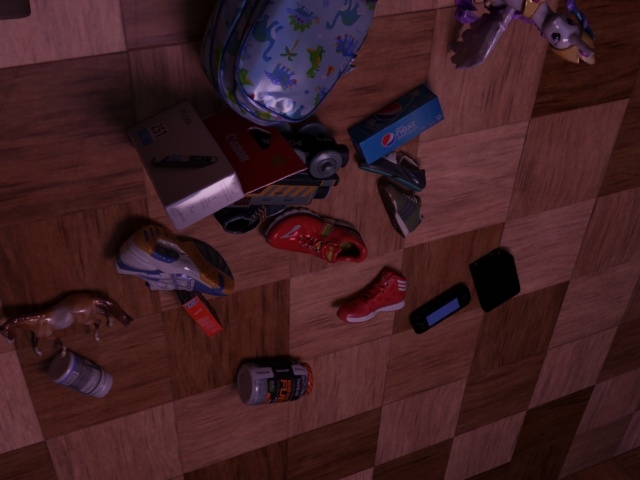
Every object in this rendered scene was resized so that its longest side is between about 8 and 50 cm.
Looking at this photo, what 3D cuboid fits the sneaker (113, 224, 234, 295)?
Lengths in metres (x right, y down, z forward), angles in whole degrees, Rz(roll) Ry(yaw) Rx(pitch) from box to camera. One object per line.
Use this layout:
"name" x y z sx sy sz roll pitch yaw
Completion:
"sneaker" -0.328 0.063 1.666 0.131 0.111 0.296 -35 136 24

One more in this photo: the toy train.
"toy train" -0.103 -0.156 1.586 0.334 0.142 0.190 -2 139 -31

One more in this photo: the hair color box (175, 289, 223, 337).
"hair color box" -0.291 0.163 1.772 0.043 0.072 0.141 -32 135 -2

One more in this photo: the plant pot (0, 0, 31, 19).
"plant pot" -0.570 -0.447 0.981 0.323 0.323 0.280 -8 113 -25

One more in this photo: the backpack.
"backpack" -0.064 -0.386 1.342 0.355 0.273 0.290 -45 138 20

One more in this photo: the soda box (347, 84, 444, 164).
"soda box" 0.173 -0.266 1.691 0.210 0.067 0.071 -32 134 -4

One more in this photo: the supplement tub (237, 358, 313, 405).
"supplement tub" -0.122 0.386 2.019 0.191 0.117 0.117 0 125 -30

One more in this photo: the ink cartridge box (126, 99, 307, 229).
"ink cartridge box" -0.203 -0.175 1.388 0.261 0.296 0.066 -27 134 -9

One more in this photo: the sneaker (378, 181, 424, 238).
"sneaker" 0.210 -0.095 1.862 0.086 0.064 0.192 -37 136 -9

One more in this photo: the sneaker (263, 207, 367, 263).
"sneaker" 0.000 0.000 1.772 0.279 0.118 0.107 6 122 -33

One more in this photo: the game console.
"game console" 0.434 0.176 2.220 0.361 0.044 0.213 -31 135 -3

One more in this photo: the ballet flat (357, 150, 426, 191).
"ballet flat" 0.176 -0.177 1.773 0.203 0.074 0.074 18 115 -32

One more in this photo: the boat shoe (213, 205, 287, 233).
"boat shoe" -0.146 -0.058 1.665 0.184 0.083 0.065 -12 130 -22

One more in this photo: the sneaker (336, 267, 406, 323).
"sneaker" 0.141 0.139 2.009 0.221 0.087 0.128 -16 124 -35

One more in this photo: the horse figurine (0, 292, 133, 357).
"horse figurine" -0.560 0.182 1.639 0.264 0.066 0.174 -20 139 -11

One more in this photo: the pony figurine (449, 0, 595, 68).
"pony figurine" 0.365 -0.493 1.466 0.363 0.351 0.302 38 99 -24

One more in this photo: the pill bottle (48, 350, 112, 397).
"pill bottle" -0.562 0.318 1.739 0.078 0.078 0.137 -42 135 6
